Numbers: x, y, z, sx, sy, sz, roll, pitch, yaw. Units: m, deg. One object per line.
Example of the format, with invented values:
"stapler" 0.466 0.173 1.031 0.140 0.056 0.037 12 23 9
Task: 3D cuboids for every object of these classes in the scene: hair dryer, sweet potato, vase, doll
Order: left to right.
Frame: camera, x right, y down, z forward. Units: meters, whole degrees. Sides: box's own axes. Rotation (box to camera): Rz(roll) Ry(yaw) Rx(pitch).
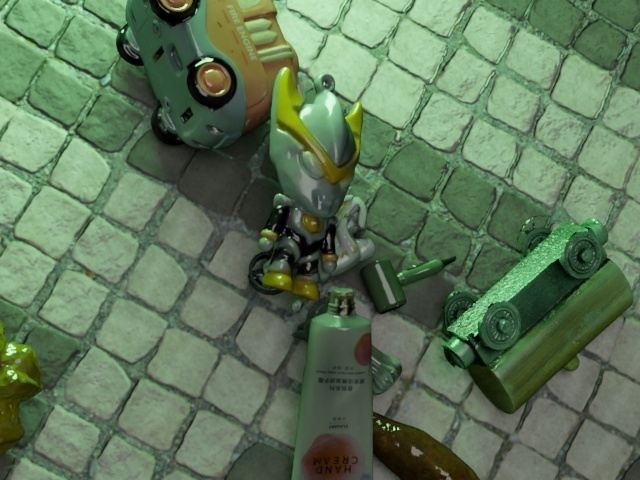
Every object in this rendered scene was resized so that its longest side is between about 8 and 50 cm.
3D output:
"doll" -0.018 -0.080 1.852 0.145 0.103 0.316 14 76 -14
"vase" 0.042 0.148 1.894 0.149 0.081 0.081 40 72 -4
"hair dryer" 0.133 0.049 1.961 0.150 0.047 0.071 -19 82 -26
"sweet potato" 0.163 0.334 1.866 0.097 0.097 0.292 -33 76 -17

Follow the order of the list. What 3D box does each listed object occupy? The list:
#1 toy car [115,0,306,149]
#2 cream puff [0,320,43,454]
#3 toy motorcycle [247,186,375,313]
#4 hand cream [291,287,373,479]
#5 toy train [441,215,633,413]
"toy car" -0.143 -0.270 1.916 0.212 0.180 0.270 -22 85 -29
"cream puff" -0.444 0.180 1.739 0.195 0.195 0.221 10 78 -9
"toy motorcycle" 0.000 0.000 1.923 0.151 0.074 0.228 28 63 4
"hand cream" 0.021 0.230 1.830 0.124 0.078 0.340 0 98 -12
"toy train" 0.306 0.101 1.952 0.307 0.126 0.189 -40 118 -18
